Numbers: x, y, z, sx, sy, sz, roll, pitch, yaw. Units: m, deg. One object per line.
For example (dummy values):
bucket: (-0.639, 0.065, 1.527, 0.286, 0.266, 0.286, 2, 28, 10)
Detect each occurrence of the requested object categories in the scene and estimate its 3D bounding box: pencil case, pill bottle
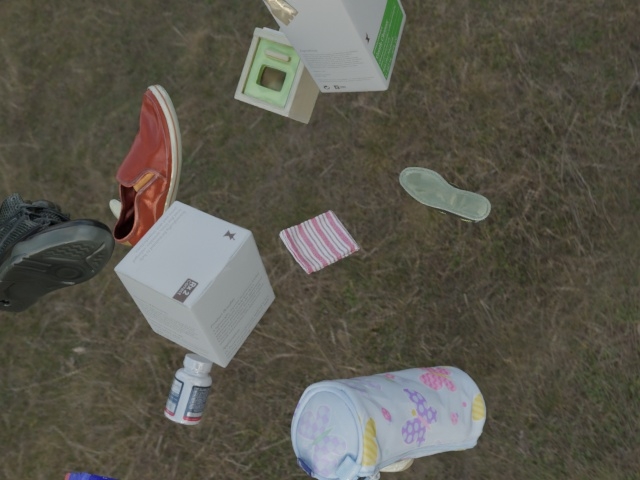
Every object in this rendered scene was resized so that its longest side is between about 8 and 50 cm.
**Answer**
pencil case: (0.093, 0.221, 0.862, 0.124, 0.273, 0.113, 33, 109, 38)
pill bottle: (-0.369, 0.421, 1.995, 0.108, 0.108, 0.180, 19, 93, 35)

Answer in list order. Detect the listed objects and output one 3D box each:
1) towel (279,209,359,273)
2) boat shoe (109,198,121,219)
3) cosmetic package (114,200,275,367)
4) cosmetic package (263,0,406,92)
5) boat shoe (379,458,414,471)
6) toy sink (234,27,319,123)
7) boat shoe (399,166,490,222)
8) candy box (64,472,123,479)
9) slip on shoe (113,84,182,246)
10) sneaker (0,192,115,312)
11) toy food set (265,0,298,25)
towel: (0.000, 0.000, 1.919, 0.197, 0.029, 0.144, -24, 69, -34)
boat shoe: (-0.429, -0.056, 1.637, 0.049, 0.137, 0.043, -55, 1, 40)
cosmetic package: (-0.186, 0.068, 1.079, 0.151, 0.183, 0.151, 21, 58, 25)
cosmetic package: (0.016, -0.451, 1.260, 0.155, 0.365, 0.197, 5, 68, 26)
boat shoe: (0.083, 0.504, 1.707, 0.285, 0.092, 0.103, -5, 21, 22)
toy sink: (-0.080, -0.412, 1.633, 0.153, 0.131, 0.234, 24, 99, 20)
boat shoe: (0.293, -0.104, 1.668, 0.228, 0.069, 0.081, 27, 86, 14)
candy box: (-0.305, 0.563, 1.197, 0.122, 0.317, 0.268, -24, 49, 47)
slip on shoe: (-0.335, -0.131, 1.336, 0.123, 0.101, 0.331, 40, 124, 46)
sneaker: (-0.303, -0.008, 0.771, 0.227, 0.087, 0.130, -22, 57, 41)
toy food set: (-0.026, -0.396, 0.932, 0.192, 0.132, 0.038, -38, 24, 35)
